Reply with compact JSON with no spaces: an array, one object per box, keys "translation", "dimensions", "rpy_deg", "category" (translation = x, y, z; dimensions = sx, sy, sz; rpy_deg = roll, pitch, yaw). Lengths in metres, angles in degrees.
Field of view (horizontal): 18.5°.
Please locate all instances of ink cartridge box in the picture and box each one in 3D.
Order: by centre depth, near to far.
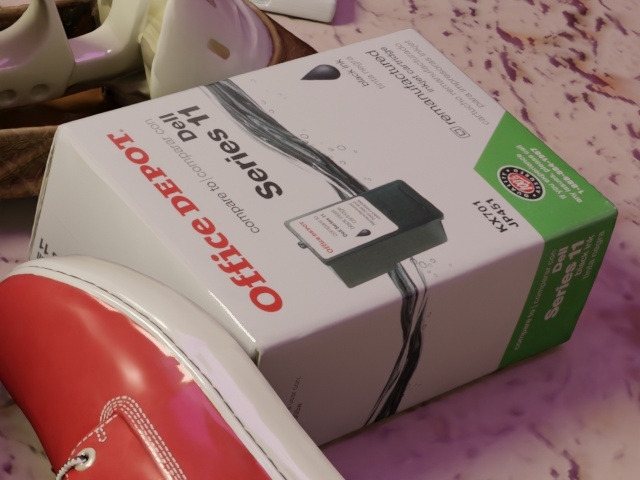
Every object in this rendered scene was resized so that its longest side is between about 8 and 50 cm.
[{"translation":[0.000,0.000,0.859],"dimensions":[0.208,0.087,0.153],"rpy_deg":[-20,52,-36],"category":"ink cartridge box"}]

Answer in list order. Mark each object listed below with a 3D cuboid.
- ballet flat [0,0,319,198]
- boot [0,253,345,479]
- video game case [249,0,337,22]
[{"translation":[-0.125,-0.082,0.898],"dimensions":[0.342,0.124,0.116],"rpy_deg":[-8,47,-27],"category":"ballet flat"},{"translation":[-0.089,0.109,0.700],"dimensions":[0.176,0.088,0.244],"rpy_deg":[-23,54,-37],"category":"boot"},{"translation":[-0.059,-0.186,1.141],"dimensions":[0.143,0.019,0.157],"rpy_deg":[10,37,-5],"category":"video game case"}]
